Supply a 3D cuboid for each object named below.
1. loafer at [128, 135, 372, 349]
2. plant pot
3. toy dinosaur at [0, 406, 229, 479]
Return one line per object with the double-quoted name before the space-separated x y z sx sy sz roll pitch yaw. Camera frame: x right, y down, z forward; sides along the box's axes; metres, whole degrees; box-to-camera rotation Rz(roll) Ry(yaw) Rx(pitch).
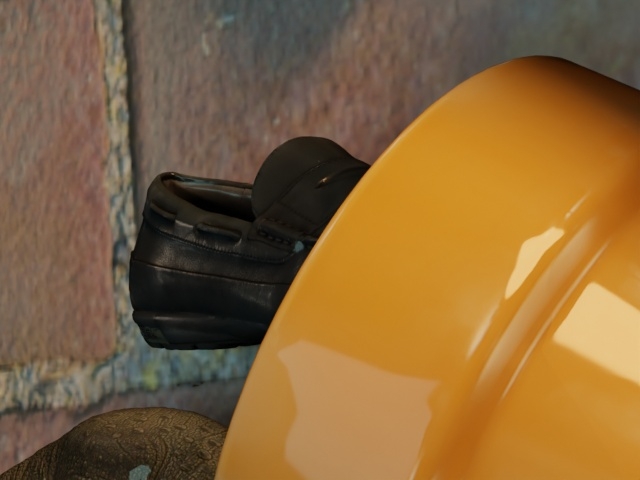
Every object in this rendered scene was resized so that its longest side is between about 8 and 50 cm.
"loafer" 0.000 0.000 0.692 0.223 0.076 0.078 -4 93 51
"plant pot" 0.104 0.077 0.505 0.188 0.205 0.205 26 108 29
"toy dinosaur" -0.055 0.133 0.742 0.313 0.121 0.160 16 88 51
